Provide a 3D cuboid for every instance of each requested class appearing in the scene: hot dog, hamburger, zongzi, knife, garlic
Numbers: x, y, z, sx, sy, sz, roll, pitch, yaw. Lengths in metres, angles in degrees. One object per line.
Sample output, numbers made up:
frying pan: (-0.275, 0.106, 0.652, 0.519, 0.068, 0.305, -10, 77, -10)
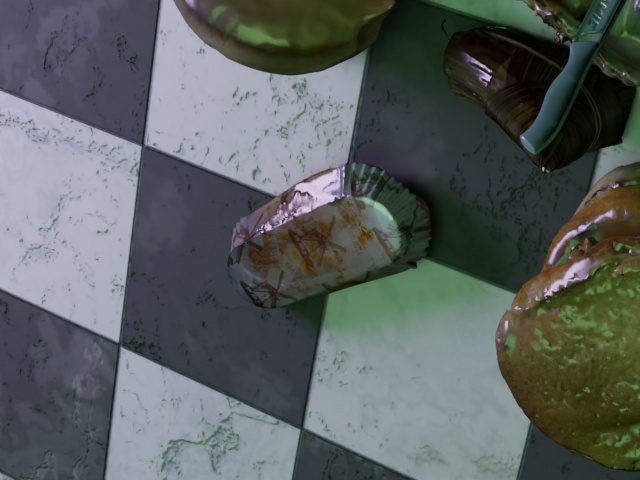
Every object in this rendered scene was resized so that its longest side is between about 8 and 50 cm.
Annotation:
hot dog: (0.000, 0.000, 1.642, 0.253, 0.069, 0.131, -24, 102, 39)
hamburger: (0.291, 0.058, 1.386, 0.245, 0.211, 0.260, 14, 118, 24)
zongzi: (0.159, -0.123, 1.421, 0.187, 0.184, 0.084, 25, 122, 23)
knife: (0.220, -0.160, 1.352, 0.028, 0.210, 0.015, 18, 160, 34)
garlic: (-0.058, -0.309, 1.541, 0.196, 0.151, 0.338, -27, 79, 24)

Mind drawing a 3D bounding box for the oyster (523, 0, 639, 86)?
oyster: (0.303, -0.181, 1.380, 0.345, 0.078, 0.128, 23, 86, 28)
